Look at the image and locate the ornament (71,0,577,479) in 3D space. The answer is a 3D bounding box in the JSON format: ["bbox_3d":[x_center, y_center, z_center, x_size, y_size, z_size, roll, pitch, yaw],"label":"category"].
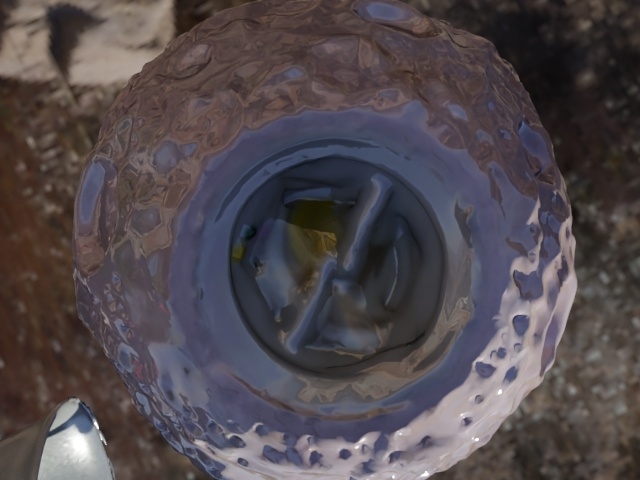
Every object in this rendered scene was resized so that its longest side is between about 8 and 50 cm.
[{"bbox_3d":[0.000,0.000,0.813,0.259,0.259,0.225,-28,-173,0],"label":"ornament"}]

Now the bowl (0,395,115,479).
[{"bbox_3d":[-0.260,0.305,1.290,0.157,0.345,0.345,-6,165,3],"label":"bowl"}]
